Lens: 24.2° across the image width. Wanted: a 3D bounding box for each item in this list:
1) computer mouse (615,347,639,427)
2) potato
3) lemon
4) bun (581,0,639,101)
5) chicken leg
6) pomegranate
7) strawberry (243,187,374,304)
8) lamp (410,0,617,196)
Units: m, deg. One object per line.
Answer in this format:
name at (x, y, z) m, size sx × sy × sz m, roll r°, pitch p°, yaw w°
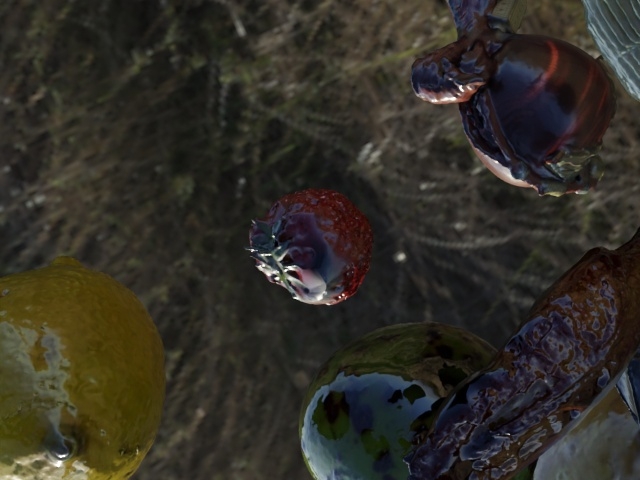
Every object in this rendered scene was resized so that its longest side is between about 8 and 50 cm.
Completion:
computer mouse at (0.354, 0.130, 1.536) m, size 0.062 × 0.106 × 0.192 m, roll 107°, pitch 148°, yaw -57°
potato at (0.413, 0.250, 1.678) m, size 0.237 × 0.301 × 0.289 m, roll 152°, pitch 116°, yaw -70°
lemon at (-0.262, 0.137, 1.468) m, size 0.228 × 0.253 × 0.228 m, roll 7°, pitch 135°, yaw 7°
bun at (0.315, -0.217, 1.242) m, size 0.229 × 0.145 × 0.229 m, roll 44°, pitch 158°, yaw 24°
chicken leg at (0.222, 0.077, 1.263) m, size 0.096 × 0.407 × 0.158 m, roll 43°, pitch 159°, yaw 7°
pomegranate at (0.076, 0.224, 1.496) m, size 0.242 × 0.242 × 0.306 m, roll 39°, pitch 97°, yaw 25°
strawberry at (0.001, 0.001, 1.188) m, size 0.106 × 0.106 × 0.106 m, roll 28°, pitch 132°, yaw 35°
lamp at (0.211, -0.155, 1.496) m, size 0.151 × 0.215 × 0.223 m, roll -18°, pitch 122°, yaw 35°
